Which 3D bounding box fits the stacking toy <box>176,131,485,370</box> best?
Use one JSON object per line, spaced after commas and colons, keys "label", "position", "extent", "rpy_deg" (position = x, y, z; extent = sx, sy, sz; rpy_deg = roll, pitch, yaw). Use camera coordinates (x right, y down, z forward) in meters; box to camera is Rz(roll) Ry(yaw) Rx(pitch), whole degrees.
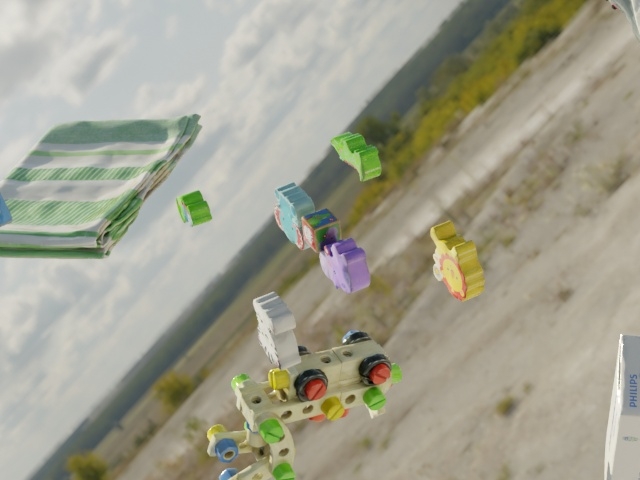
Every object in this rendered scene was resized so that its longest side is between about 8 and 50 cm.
{"label": "stacking toy", "position": [0.000, 0.000, 0.988], "extent": [0.167, 0.221, 0.052], "rpy_deg": [-20, -51, -18]}

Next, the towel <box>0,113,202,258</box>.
{"label": "towel", "position": [-0.315, -0.075, 1.632], "extent": [0.247, 0.038, 0.325], "rpy_deg": [0, 33, 20]}

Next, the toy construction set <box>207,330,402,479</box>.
{"label": "toy construction set", "position": [-0.003, 0.239, 1.832], "extent": [0.327, 0.151, 0.215], "rpy_deg": [-22, -46, -36]}

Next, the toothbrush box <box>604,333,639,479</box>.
{"label": "toothbrush box", "position": [0.500, 0.236, 1.539], "extent": [0.216, 0.295, 0.126], "rpy_deg": [81, -165, -47]}

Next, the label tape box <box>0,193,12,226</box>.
{"label": "label tape box", "position": [-0.355, -0.063, 0.767], "extent": [0.106, 0.241, 0.333], "rpy_deg": [-23, 5, 18]}

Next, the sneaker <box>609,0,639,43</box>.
{"label": "sneaker", "position": [0.306, -0.319, 1.409], "extent": [0.123, 0.296, 0.178], "rpy_deg": [-28, 14, -32]}
